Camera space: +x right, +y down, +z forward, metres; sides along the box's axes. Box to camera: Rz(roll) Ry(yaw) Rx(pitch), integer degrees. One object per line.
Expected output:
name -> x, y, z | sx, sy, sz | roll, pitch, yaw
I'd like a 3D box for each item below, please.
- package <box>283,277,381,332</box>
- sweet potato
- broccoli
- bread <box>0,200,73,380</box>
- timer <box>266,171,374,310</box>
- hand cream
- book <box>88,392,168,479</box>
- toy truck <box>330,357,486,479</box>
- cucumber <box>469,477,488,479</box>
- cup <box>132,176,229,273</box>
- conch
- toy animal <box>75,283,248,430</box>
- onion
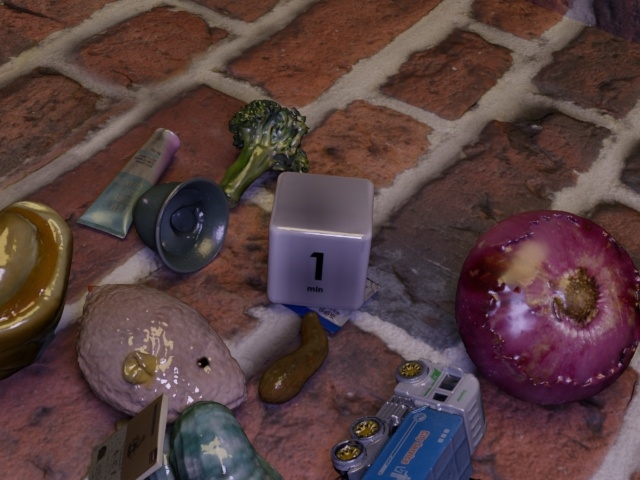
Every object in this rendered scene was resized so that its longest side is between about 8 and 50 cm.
package -> 0.008, 0.101, 1.953 | 0.171, 0.027, 0.173 | 29, 46, 22
sweet potato -> -0.037, 0.217, 1.790 | 0.081, 0.062, 0.233 | 28, 46, 9
broccoli -> -0.125, -0.174, 2.188 | 0.199, 0.177, 0.274 | 25, 66, -32
bread -> -0.540, 0.099, 1.658 | 0.210, 0.341, 0.300 | 37, 42, -2
timer -> 0.000, 0.000, 1.901 | 0.195, 0.194, 0.192 | 5, 40, 2
hand cream -> -0.408, -0.129, 2.116 | 0.111, 0.070, 0.312 | 19, 47, 8
book -> -0.309, 0.344, 1.534 | 0.016, 0.199, 0.138 | 33, 32, -28
toy truck -> 0.144, 0.352, 1.581 | 0.175, 0.146, 0.367 | 8, 37, 32
cucumber -> 0.278, 0.425, 1.624 | 0.182, 0.053, 0.053 | 7, 42, -2
cup -> -0.306, -0.045, 1.977 | 0.150, 0.199, 0.199 | 16, 39, 37
conch -> -0.178, 0.361, 1.529 | 0.277, 0.220, 0.195 | 2, 16, 12
toy animal -> -0.304, 0.193, 1.687 | 0.358, 0.188, 0.226 | 33, 42, 26
onion -> 0.419, 0.135, 1.805 | 0.359, 0.345, 0.358 | 1, 59, -1
